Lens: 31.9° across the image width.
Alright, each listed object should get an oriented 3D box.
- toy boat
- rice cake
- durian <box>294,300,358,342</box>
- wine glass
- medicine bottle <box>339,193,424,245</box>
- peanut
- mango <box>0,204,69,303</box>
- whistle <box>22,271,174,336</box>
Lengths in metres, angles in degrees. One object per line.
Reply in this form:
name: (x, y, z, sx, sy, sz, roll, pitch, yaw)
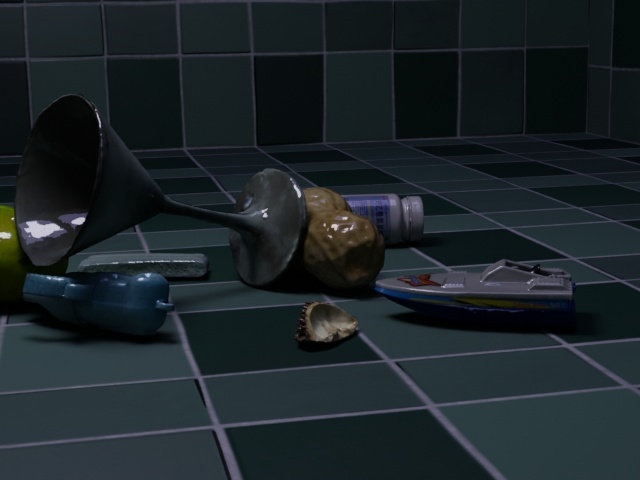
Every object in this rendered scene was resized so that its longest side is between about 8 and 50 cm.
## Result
toy boat: (0.225, 0.073, 1.640, 0.295, 0.088, 0.129, 2, 11, 12)
rice cake: (-0.307, 0.044, 1.953, 0.222, 0.042, 0.080, -2, 13, -1)
durian: (0.004, 0.113, 1.559, 0.066, 0.052, 0.130, 9, 14, 31)
wine glass: (-0.239, -0.052, 1.750, 0.406, 0.267, 0.267, 14, 0, -38)
medicine bottle: (0.103, -0.040, 2.183, 0.187, 0.102, 0.103, -1, 11, -4)
peanut: (0.001, -0.009, 1.884, 0.143, 0.159, 0.291, 15, 0, -34)
mango: (-0.533, 0.016, 1.796, 0.273, 0.149, 0.185, 16, 18, 21)
whistle: (-0.320, 0.087, 1.626, 0.274, 0.093, 0.186, 3, -4, 32)
